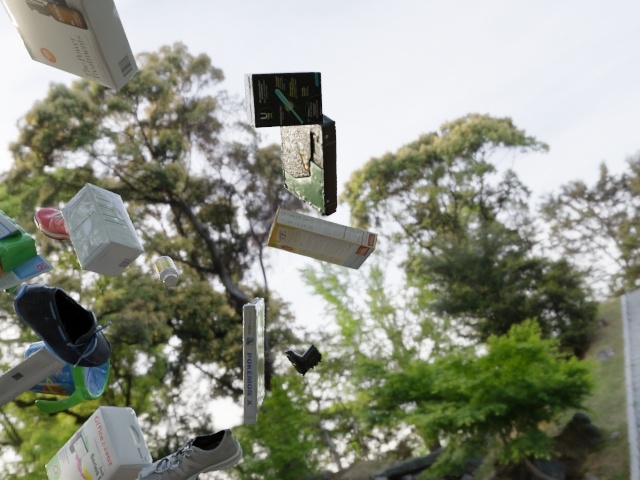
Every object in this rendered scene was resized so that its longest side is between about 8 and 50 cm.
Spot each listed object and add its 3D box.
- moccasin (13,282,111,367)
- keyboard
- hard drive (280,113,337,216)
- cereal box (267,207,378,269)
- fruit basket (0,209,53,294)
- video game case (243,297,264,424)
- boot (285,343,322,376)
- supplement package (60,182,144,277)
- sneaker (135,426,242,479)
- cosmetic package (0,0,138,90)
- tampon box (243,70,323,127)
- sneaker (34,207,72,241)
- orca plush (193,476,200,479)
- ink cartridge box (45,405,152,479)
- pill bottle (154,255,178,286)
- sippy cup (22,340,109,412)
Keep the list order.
[{"bbox_3d":[-0.612,0.226,1.499,0.117,0.137,0.342,-5,-33,15],"label":"moccasin"},{"bbox_3d":[-0.741,0.341,1.498,0.256,0.014,0.072,-32,-68,19],"label":"keyboard"},{"bbox_3d":[-0.038,-0.268,1.942,0.064,0.237,0.339,-26,-46,-28],"label":"hard drive"},{"bbox_3d":[0.000,0.000,1.443,0.240,0.047,0.173,14,-22,-7],"label":"cereal box"},{"bbox_3d":[-0.936,0.050,1.556,0.353,0.327,0.165,-24,-43,-46],"label":"fruit basket"},{"bbox_3d":[-0.181,0.318,1.674,0.036,0.299,0.329,0,-2,-1],"label":"video game case"},{"bbox_3d":[-0.055,0.394,2.066,0.099,0.121,0.045,-41,19,-24],"label":"boot"},{"bbox_3d":[-0.667,-0.031,1.846,0.139,0.244,0.134,-40,-29,15],"label":"supplement package"},{"bbox_3d":[-0.353,0.569,1.598,0.281,0.105,0.115,-19,-60,-19],"label":"sneaker"},{"bbox_3d":[-0.611,-0.551,1.396,0.284,0.097,0.377,23,-30,17],"label":"cosmetic package"},{"bbox_3d":[-0.086,-0.324,1.386,0.161,0.120,0.101,-6,16,-17],"label":"tampon box"},{"bbox_3d":[-0.845,-0.061,2.081,0.116,0.314,0.136,-45,-23,-53],"label":"sneaker"},{"bbox_3d":[-0.468,0.895,1.991,0.151,0.287,0.102,-5,-26,37],"label":"orca plush"},{"bbox_3d":[-0.624,0.630,1.695,0.278,0.201,0.117,-47,-37,14],"label":"ink cartridge box"},{"bbox_3d":[-0.345,0.072,1.360,0.043,0.083,0.043,-12,-60,-21],"label":"pill bottle"},{"bbox_3d":[-0.857,0.420,2.024,0.224,0.240,0.305,-3,2,2],"label":"sippy cup"}]
